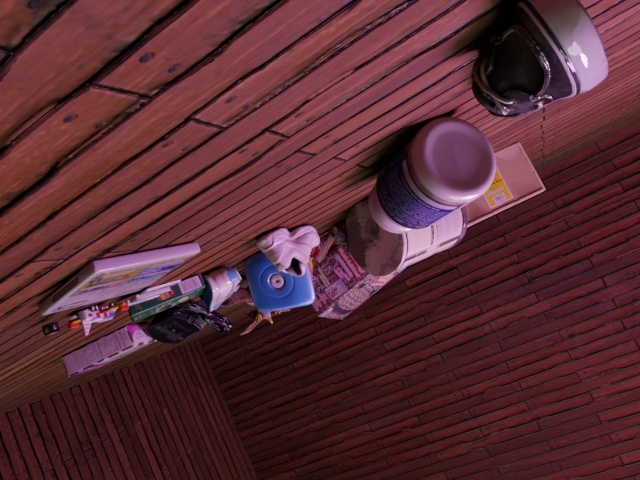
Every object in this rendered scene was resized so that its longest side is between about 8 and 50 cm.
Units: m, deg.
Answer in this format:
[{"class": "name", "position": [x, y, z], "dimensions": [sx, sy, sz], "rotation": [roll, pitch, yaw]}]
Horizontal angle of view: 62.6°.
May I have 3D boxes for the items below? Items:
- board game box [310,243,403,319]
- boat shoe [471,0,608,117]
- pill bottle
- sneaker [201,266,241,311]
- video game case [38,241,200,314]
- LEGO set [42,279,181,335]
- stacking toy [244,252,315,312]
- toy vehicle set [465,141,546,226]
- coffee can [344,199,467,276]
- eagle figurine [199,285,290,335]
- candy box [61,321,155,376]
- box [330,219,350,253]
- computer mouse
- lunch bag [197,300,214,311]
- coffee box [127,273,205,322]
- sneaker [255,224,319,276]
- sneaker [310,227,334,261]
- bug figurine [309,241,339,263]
[{"class": "board game box", "position": [0.102, 0.111, 1.714], "dimensions": [0.291, 0.141, 0.232], "rotation": [-41, 158, 11]}, {"class": "boat shoe", "position": [0.246, -0.197, 0.633], "dimensions": [0.119, 0.121, 0.335], "rotation": [-32, 173, 17]}, {"class": "pill bottle", "position": [0.192, -0.106, 0.985], "dimensions": [0.153, 0.153, 0.265], "rotation": [-22, 172, -20]}, {"class": "sneaker", "position": [-0.268, 0.129, 1.397], "dimensions": [0.092, 0.087, 0.229], "rotation": [-24, 175, -23]}, {"class": "video game case", "position": [-0.346, 0.063, 0.917], "dimensions": [0.193, 0.023, 0.212], "rotation": [-30, 171, 34]}, {"class": "LEGO set", "position": [-0.418, 0.147, 1.062], "dimensions": [0.244, 0.060, 0.183], "rotation": [-16, 174, -39]}, {"class": "stacking toy", "position": [-0.079, 0.078, 1.498], "dimensions": [0.175, 0.165, 0.302], "rotation": [-11, -173, 15]}, {"class": "toy vehicle set", "position": [0.505, -0.163, 1.560], "dimensions": [0.267, 0.165, 0.035], "rotation": [-25, 172, -1]}, {"class": "coffee can", "position": [0.231, -0.038, 1.408], "dimensions": [0.276, 0.201, 0.202], "rotation": [-18, 170, -40]}, {"class": "eagle figurine", "position": [-0.211, 0.170, 1.657], "dimensions": [0.226, 0.225, 0.298], "rotation": [-62, 147, -22]}, {"class": "candy box", "position": [-0.655, 0.337, 1.645], "dimensions": [0.234, 0.071, 0.159], "rotation": [-25, 172, 5]}, {"class": "box", "position": [0.166, -0.011, 1.544], "dimensions": [0.233, 0.159, 0.044], "rotation": [-19, 144, -40]}, {"class": "computer mouse", "position": [-0.414, 0.242, 1.605], "dimensions": [0.272, 0.072, 0.188], "rotation": [-24, 132, 33]}, {"class": "lunch bag", "position": [-0.410, 0.246, 1.819], "dimensions": [0.099, 0.067, 0.065], "rotation": [-25, 173, -14]}, {"class": "coffee box", "position": [-0.378, 0.141, 1.288], "dimensions": [0.184, 0.040, 0.113], "rotation": [-23, 172, -21]}, {"class": "sneaker", "position": [-0.063, 0.031, 1.256], "dimensions": [0.090, 0.115, 0.232], "rotation": [-29, 172, 28]}, {"class": "sneaker", "position": [0.000, 0.000, 1.581], "dimensions": [0.042, 0.067, 0.118], "rotation": [-8, 132, -59]}, {"class": "bug figurine", "position": [-0.033, 0.064, 1.765], "dimensions": [0.216, 0.072, 0.279], "rotation": [-24, 172, -6]}]
